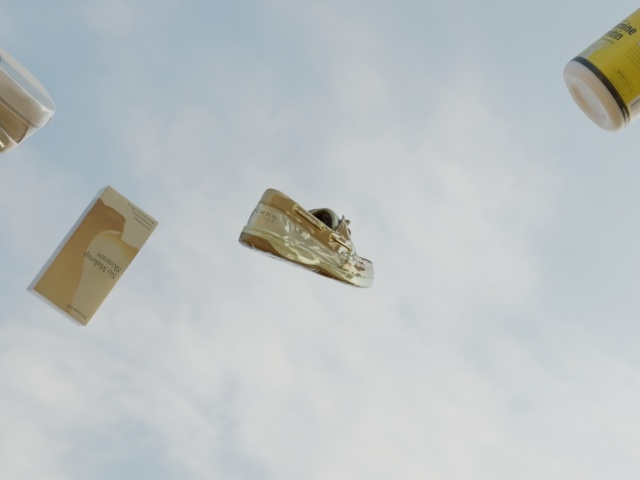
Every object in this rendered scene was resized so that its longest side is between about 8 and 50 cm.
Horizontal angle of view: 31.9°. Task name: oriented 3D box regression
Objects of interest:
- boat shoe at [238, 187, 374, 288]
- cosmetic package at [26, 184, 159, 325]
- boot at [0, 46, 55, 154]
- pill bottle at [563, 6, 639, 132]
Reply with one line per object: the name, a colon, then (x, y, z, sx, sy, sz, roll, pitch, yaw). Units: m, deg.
boat shoe: (0.000, 0.000, 0.753, 0.050, 0.045, 0.135, 17, -3, 33)
cosmetic package: (-0.202, 0.014, 0.995, 0.060, 0.115, 0.041, 37, -16, -17)
boot: (-0.382, -0.167, 1.063, 0.123, 0.095, 0.258, -38, -54, 7)
pill bottle: (0.385, -0.218, 1.314, 0.184, 0.103, 0.103, -37, -59, -2)
